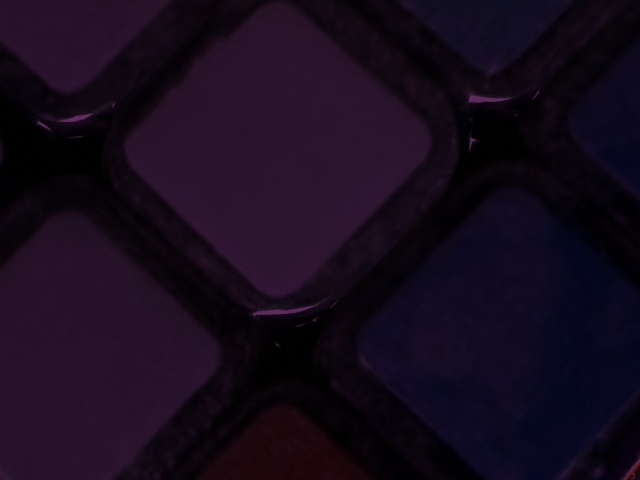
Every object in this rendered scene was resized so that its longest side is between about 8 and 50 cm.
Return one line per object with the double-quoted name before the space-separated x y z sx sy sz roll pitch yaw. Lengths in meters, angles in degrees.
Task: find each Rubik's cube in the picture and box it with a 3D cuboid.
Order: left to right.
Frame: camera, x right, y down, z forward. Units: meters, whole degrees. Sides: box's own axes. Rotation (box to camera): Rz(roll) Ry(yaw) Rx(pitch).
"Rubik's cube" 0.000 0.000 0.651 0.363 0.362 0.359 42 171 9
